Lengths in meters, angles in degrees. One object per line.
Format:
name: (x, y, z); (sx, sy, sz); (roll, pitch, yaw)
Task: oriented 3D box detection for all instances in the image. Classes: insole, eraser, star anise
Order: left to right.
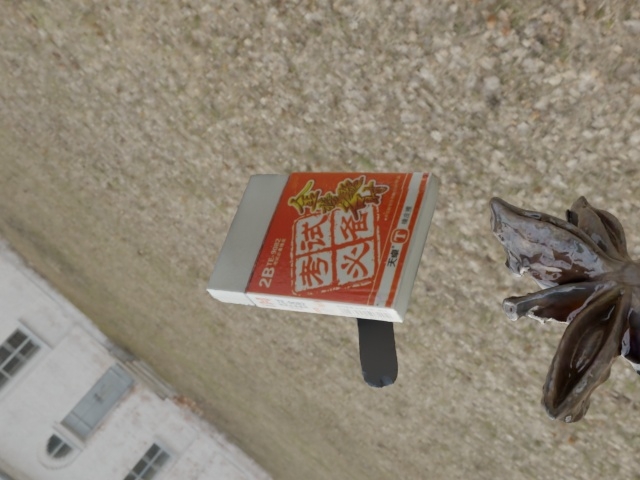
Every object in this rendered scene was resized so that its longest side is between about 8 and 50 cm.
eraser: (0.000, 0.000, 0.779); (0.230, 0.157, 0.038); (3, 152, 31)
insole: (0.065, 0.093, 0.930); (0.004, 0.064, 0.189); (91, 171, -80)
star anise: (0.265, 0.051, 0.719); (0.111, 0.198, 0.258); (98, 163, -47)
